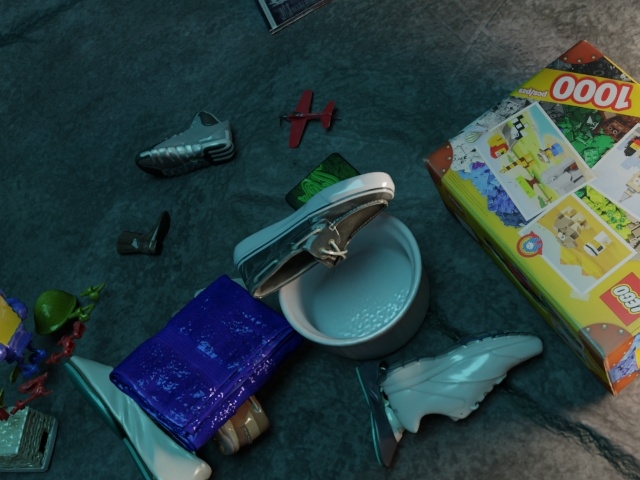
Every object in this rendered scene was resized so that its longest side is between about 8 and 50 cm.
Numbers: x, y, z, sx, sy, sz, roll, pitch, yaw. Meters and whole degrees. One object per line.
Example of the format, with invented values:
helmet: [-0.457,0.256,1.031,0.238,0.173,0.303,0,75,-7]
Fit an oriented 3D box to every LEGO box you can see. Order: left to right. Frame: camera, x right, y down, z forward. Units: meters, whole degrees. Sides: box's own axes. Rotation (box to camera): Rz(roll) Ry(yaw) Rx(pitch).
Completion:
LEGO box: [0.482,-0.052,1.683,0.372,0.193,0.500,-37,55,0]

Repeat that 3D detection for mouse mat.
mouse mat: [0.030,-0.086,2.009,0.152,0.007,0.190,-43,55,-3]

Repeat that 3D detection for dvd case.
dvd case: [-0.051,-0.602,2.317,0.221,0.018,0.165,-28,57,6]

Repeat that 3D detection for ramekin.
ramekin: [0.072,0.089,1.817,0.277,0.135,0.277,-10,60,18]

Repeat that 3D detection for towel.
towel: [-0.205,0.210,1.776,0.227,0.076,0.308,35,58,21]

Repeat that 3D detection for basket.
basket: [-0.636,0.402,1.967,0.167,0.103,0.113,-6,60,21]

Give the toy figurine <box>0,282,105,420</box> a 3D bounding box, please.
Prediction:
toy figurine: [-0.611,0.153,1.945,0.191,0.217,0.363,-25,29,30]

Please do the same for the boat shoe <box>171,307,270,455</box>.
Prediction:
boat shoe: [-0.194,0.258,1.861,0.116,0.123,0.324,-21,57,-15]

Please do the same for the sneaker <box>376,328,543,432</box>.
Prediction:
sneaker: [0.252,0.238,1.691,0.297,0.111,0.129,-21,87,0]

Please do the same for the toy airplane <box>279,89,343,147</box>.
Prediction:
toy airplane: [-0.025,-0.269,2.118,0.151,0.028,0.151,-10,62,19]

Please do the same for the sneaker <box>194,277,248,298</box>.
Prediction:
sneaker: [-0.190,0.123,1.969,0.134,0.070,0.051,-13,44,-18]

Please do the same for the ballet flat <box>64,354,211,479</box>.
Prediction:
ballet flat: [-0.346,0.348,1.875,0.139,0.139,0.400,-43,60,-4]

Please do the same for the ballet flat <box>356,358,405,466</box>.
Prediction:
ballet flat: [0.116,0.299,1.725,0.074,0.074,0.203,-21,55,12]

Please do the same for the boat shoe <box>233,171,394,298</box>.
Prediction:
boat shoe: [0.000,0.000,1.758,0.335,0.121,0.119,-31,63,18]

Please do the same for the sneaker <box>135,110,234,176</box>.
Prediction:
sneaker: [-0.303,-0.225,2.189,0.228,0.086,0.132,-8,55,8]

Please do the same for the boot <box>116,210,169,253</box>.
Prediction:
boot: [-0.394,-0.018,2.137,0.114,0.037,0.107,1,61,29]
